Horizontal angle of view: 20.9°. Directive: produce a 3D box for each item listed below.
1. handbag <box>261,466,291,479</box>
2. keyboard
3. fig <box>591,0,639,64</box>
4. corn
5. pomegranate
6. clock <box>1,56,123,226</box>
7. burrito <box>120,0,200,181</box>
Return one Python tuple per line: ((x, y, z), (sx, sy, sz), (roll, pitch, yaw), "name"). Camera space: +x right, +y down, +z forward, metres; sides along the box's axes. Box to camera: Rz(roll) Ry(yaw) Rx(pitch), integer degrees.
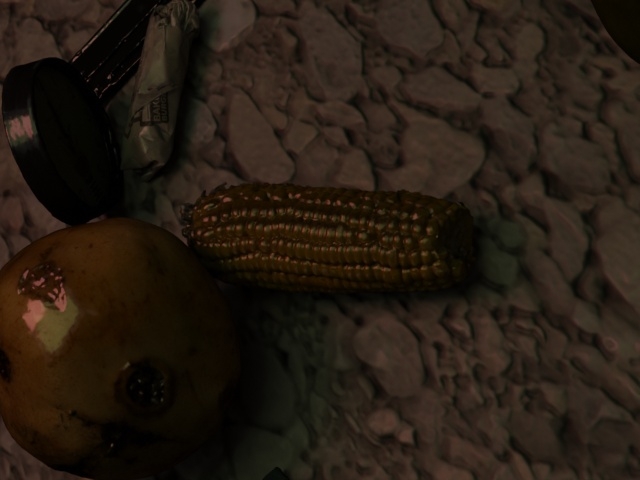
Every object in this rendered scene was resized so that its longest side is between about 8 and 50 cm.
((-0.064, 0.396, 1.563), (0.238, 0.089, 0.326), (38, 94, 39), "handbag")
((-0.185, -0.263, 1.951), (0.250, 0.017, 0.087), (-45, 54, 11), "keyboard")
((0.326, -0.247, 1.507), (0.203, 0.203, 0.225), (-51, 19, 7), "fig")
((0.000, 0.000, 1.668), (0.318, 0.115, 0.115), (3, 73, 35), "corn")
((-0.203, 0.104, 1.674), (0.260, 0.260, 0.260), (-13, 65, 29), "pomegranate")
((-0.271, -0.107, 1.844), (0.040, 0.184, 0.184), (-20, 61, 18), "clock")
((-0.173, -0.167, 1.879), (0.064, 0.064, 0.203), (4, 75, 35), "burrito")
